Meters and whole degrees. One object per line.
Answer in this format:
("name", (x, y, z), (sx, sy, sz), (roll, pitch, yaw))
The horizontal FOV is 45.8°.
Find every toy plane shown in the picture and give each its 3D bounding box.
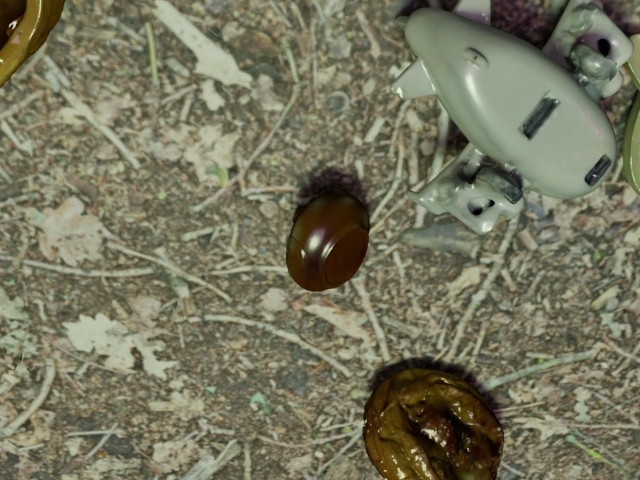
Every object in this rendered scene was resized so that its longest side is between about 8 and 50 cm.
("toy plane", (0.169, -0.125, 0.686), (0.245, 0.117, 0.244), (-5, 110, -14))

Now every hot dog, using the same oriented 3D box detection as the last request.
("hot dog", (0.145, 0.255, 0.911), (0.099, 0.160, 0.227), (-4, 140, 47))

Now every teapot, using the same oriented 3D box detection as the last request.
("teapot", (0.000, 0.000, 0.783), (0.098, 0.078, 0.129), (-29, 145, -29))

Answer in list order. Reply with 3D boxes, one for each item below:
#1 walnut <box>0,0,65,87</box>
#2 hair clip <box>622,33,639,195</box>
("walnut", (-0.288, -0.203, 0.631), (0.211, 0.087, 0.167), (-40, 89, 22))
("hair clip", (0.347, -0.138, 0.705), (0.159, 0.071, 0.218), (20, 113, -5))
